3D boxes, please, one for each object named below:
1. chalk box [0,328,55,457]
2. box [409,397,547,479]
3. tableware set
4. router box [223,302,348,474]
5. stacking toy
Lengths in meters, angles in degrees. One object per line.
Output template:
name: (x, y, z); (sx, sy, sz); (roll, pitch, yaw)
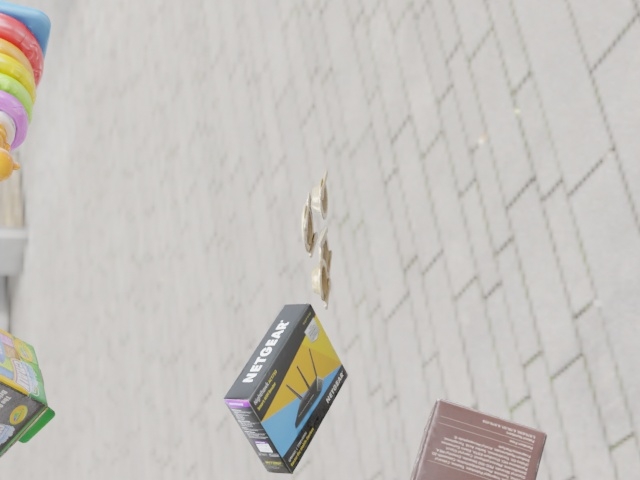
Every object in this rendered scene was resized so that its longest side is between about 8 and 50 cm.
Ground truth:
chalk box: (-0.447, 0.195, 1.549); (0.132, 0.213, 0.132); (-44, 39, 10)
box: (0.211, 0.365, 1.723); (0.168, 0.167, 0.203); (95, -166, -65)
tableware set: (0.000, 0.000, 1.553); (0.141, 0.020, 0.168); (-78, -18, -56)
router box: (-0.041, 0.188, 1.523); (0.046, 0.179, 0.133); (-4, 127, 35)
stacking toy: (-0.427, -0.169, 1.524); (0.165, 0.175, 0.302); (-64, 32, 34)
